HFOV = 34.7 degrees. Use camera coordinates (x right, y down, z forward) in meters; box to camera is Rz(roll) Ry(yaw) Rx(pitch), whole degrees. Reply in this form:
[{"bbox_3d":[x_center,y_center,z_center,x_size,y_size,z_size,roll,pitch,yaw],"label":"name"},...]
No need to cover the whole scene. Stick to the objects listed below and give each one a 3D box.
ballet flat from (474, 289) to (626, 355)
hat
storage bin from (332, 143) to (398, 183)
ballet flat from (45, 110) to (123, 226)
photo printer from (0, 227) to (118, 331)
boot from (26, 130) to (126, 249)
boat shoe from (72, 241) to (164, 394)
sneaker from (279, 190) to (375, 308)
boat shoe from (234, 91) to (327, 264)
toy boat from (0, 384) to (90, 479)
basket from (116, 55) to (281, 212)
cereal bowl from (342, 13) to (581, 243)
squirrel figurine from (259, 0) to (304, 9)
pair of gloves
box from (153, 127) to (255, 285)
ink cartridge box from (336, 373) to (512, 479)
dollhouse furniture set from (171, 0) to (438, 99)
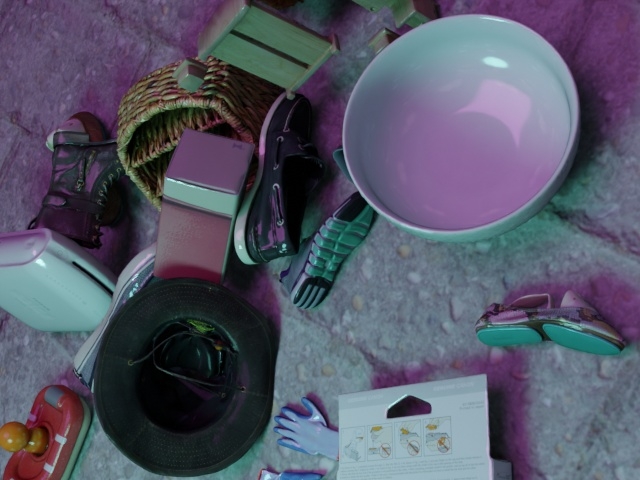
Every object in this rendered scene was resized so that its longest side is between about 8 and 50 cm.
[{"bbox_3d":[0.313,0.107,1.393,0.222,0.077,0.079,-1,54,42],"label":"ballet flat"},{"bbox_3d":[-0.235,0.234,1.753,0.134,0.332,0.331,142,139,-74],"label":"hat"},{"bbox_3d":[0.107,-0.148,1.659,0.135,0.098,0.091,-3,45,41],"label":"storage bin"},{"bbox_3d":[-0.520,-0.172,2.192,0.116,0.124,0.342,-41,51,25],"label":"ballet flat"},{"bbox_3d":[-0.536,0.084,2.028,0.308,0.256,0.107,-4,52,40],"label":"photo printer"},{"bbox_3d":[-0.436,-0.092,2.036,0.263,0.091,0.228,5,74,-4],"label":"boot"},{"bbox_3d":[-0.327,0.174,1.909,0.158,0.127,0.340,47,115,35],"label":"boat shoe"},{"bbox_3d":[0.000,0.000,1.699,0.223,0.083,0.098,-57,42,11],"label":"sneaker"},{"bbox_3d":[-0.047,-0.113,1.741,0.113,0.127,0.340,0,53,26],"label":"boat shoe"},{"bbox_3d":[-0.563,0.393,2.002,0.151,0.151,0.231,19,87,44],"label":"toy boat"},{"bbox_3d":[-0.237,-0.184,1.882,0.299,0.213,0.222,-19,62,36],"label":"basket"},{"bbox_3d":[0.211,-0.149,1.490,0.339,0.141,0.338,-6,71,18],"label":"cereal bowl"},{"bbox_3d":[-0.051,-0.611,1.846,0.397,0.281,0.370,-46,43,16],"label":"squirrel figurine"},{"bbox_3d":[-0.034,0.353,1.637,0.159,0.023,0.198,11,83,43],"label":"pair of gloves"},{"bbox_3d":[-0.202,-0.051,1.763,0.148,0.127,0.232,-78,2,-49],"label":"box"},{"bbox_3d":[0.142,0.328,1.464,0.275,0.060,0.238,-15,64,38],"label":"ink cartridge box"},{"bbox_3d":[-0.033,-0.374,1.742,0.355,0.303,0.173,-38,46,36],"label":"dollhouse furniture set"}]
